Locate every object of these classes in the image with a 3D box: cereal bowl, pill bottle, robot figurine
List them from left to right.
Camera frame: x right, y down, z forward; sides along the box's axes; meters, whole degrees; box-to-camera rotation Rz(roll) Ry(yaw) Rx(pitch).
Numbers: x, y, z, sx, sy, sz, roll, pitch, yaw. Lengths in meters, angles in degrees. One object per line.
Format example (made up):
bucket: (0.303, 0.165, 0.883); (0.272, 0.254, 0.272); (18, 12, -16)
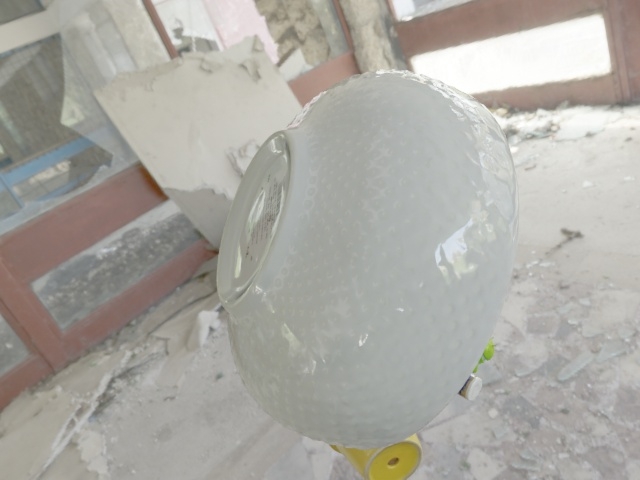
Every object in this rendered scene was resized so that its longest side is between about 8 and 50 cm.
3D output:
cereal bowl: (0.000, 0.000, 0.467); (0.339, 0.141, 0.339); (-46, 34, 45)
pill bottle: (0.364, 0.371, 1.386); (0.067, 0.067, 0.120); (-37, 40, -27)
robot figurine: (0.323, 0.238, 1.121); (0.115, 0.067, 0.101); (-25, 10, 16)

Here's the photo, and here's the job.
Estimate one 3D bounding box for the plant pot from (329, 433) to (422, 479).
plant pot: (0.144, 0.511, 1.386); (0.254, 0.254, 0.239); (-28, 32, -7)
